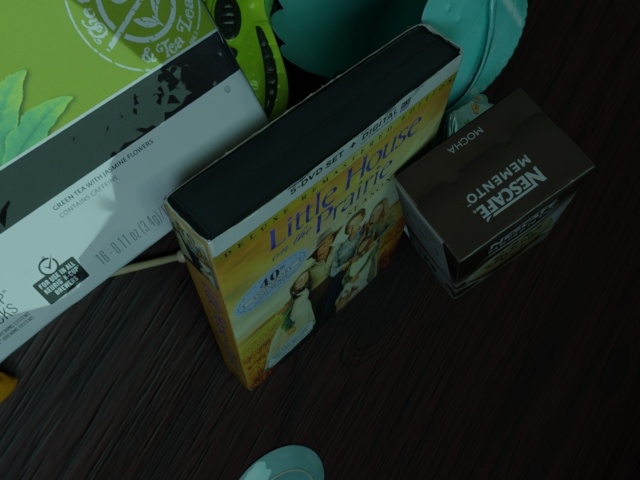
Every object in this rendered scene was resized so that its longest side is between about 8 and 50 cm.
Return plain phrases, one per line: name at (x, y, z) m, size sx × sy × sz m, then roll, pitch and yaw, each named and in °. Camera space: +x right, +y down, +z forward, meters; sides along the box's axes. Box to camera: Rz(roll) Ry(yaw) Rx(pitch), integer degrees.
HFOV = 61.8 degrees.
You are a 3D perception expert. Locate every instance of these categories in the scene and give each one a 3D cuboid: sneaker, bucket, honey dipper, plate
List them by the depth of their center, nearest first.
sneaker at (-0.100, -0.257, 0.610) m, size 0.110 × 0.123 × 0.295 m, roll 0°, pitch 84°, yaw -18°
honey dipper at (-0.229, 0.035, 0.633) m, size 0.161 × 0.030 × 0.030 m, roll -13°, pitch 109°, yaw -35°
bucket at (0.097, -0.287, 0.644) m, size 0.183 × 0.281 × 0.281 m, roll 17°, pitch 92°, yaw -44°
plate at (-0.065, 0.420, 0.856) m, size 0.188 × 0.024 × 0.188 m, roll -11°, pitch 109°, yaw -34°

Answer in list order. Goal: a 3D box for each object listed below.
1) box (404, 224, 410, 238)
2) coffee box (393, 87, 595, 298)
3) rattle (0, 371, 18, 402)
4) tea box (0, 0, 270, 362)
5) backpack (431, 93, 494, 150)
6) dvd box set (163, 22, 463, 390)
box at (0.217, -0.022, 0.901) m, size 0.102 × 0.101 × 0.087 m, roll -51°, pitch 125°, yaw -17°
coffee box at (0.204, -0.035, 0.675) m, size 0.168 × 0.119 × 0.297 m, roll -35°, pitch 161°, yaw 4°
rattle at (-0.351, 0.208, 0.478) m, size 0.143 × 0.200 × 0.130 m, roll 16°, pitch 92°, yaw -38°
tea box at (-0.272, -0.123, 0.438) m, size 0.329 × 0.220 × 0.323 m, roll -43°, pitch 121°, yaw -20°
backpack at (0.185, -0.140, 0.825) m, size 0.166 × 0.144 × 0.188 m, roll -2°, pitch 110°, yaw -41°
dvd box set at (0.000, 0.000, 0.622) m, size 0.308 × 0.062 × 0.420 m, roll -40°, pitch 159°, yaw -23°
